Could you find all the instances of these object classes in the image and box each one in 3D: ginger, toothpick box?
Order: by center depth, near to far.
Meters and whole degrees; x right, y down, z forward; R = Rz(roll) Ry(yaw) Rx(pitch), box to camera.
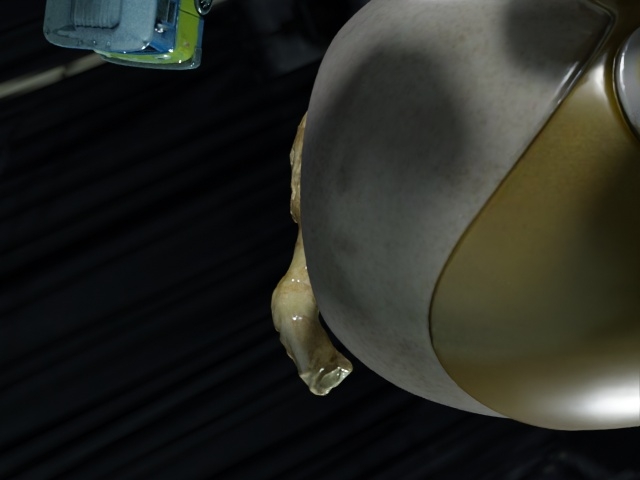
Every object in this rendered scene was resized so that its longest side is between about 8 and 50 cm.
[{"bbox_3d":[0.227,-0.049,1.416,0.425,0.409,0.409,3,-58,20],"label":"toothpick box"},{"bbox_3d":[0.000,0.000,1.548,0.089,0.075,0.288,-23,-127,35],"label":"ginger"}]

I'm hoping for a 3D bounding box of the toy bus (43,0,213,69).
[{"bbox_3d":[-0.222,-0.377,2.093,0.152,0.190,0.312,7,-91,21],"label":"toy bus"}]
